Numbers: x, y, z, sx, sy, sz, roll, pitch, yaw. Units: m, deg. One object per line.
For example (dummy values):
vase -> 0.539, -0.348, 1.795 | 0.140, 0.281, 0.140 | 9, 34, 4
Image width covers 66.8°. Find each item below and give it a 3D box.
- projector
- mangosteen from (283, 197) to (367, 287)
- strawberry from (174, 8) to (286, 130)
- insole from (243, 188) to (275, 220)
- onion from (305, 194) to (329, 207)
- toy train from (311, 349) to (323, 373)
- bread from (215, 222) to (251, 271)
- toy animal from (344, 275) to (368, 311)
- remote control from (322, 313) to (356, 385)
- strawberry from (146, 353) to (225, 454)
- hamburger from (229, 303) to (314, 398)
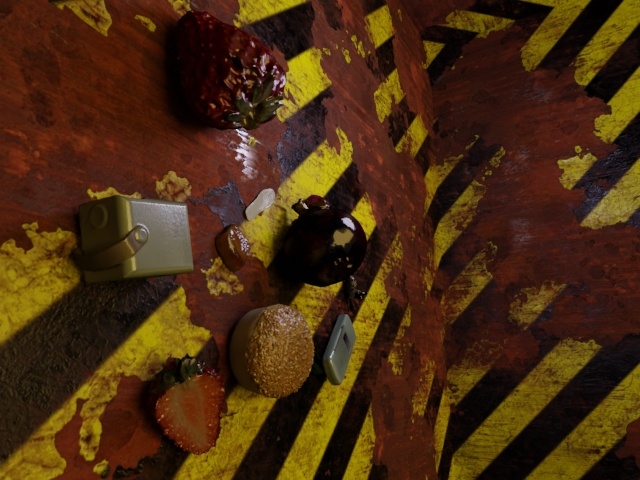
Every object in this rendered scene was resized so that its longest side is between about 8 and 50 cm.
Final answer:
projector -> -0.416, -0.001, 1.086 | 0.242, 0.163, 0.177 | -2, 83, -62
mangosteen -> 0.006, 0.017, 1.698 | 0.297, 0.293, 0.297 | -16, 117, -35
strawberry -> -0.283, -0.484, 1.378 | 0.317, 0.295, 0.345 | -32, 77, -40
insole -> -0.201, -0.124, 1.627 | 0.192, 0.010, 0.063 | -53, 128, -51
onion -> -0.010, -0.128, 1.870 | 0.107, 0.097, 0.107 | 26, 49, -33
toy train -> -0.049, 0.394, 1.714 | 0.044, 0.042, 0.209 | -81, 150, -48
bread -> -0.255, 0.016, 1.469 | 0.129, 0.044, 0.126 | 59, 36, -28
toy animal -> 0.133, 0.192, 2.059 | 0.105, 0.070, 0.202 | -31, 115, -38
remote control -> 0.075, 0.422, 1.880 | 0.140, 0.056, 0.296 | 68, 25, -22
strawberry -> -0.332, 0.391, 1.193 | 0.188, 0.106, 0.286 | -24, 119, -36
hamburger -> -0.133, 0.327, 1.460 | 0.294, 0.179, 0.276 | -29, 108, -58
